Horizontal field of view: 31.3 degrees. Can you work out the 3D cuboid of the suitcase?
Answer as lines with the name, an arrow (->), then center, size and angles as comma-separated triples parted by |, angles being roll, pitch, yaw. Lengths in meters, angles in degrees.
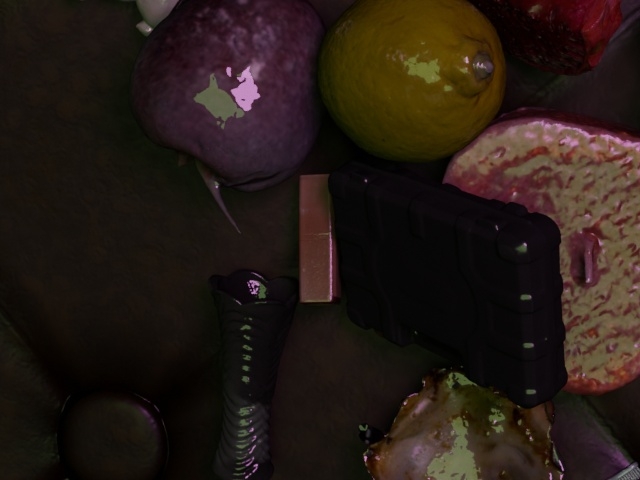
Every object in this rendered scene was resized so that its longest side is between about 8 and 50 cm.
suitcase -> 0.127, 0.037, 1.181 | 0.285, 0.066, 0.206 | 23, 131, 46

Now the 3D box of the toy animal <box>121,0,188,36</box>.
toy animal -> -0.208, -0.289, 1.290 | 0.124, 0.071, 0.085 | 35, 122, -4

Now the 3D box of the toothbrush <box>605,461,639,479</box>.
toothbrush -> 0.281, 0.322, 1.329 | 0.219, 0.016, 0.019 | -37, 78, 16

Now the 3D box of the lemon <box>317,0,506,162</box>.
lemon -> 0.093, -0.166, 1.143 | 0.184, 0.248, 0.184 | -2, 96, -17

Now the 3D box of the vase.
vase -> -0.084, 0.163, 1.337 | 0.115, 0.115, 0.237 | 9, 106, 10

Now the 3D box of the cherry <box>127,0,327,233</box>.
cherry -> -0.095, -0.161, 1.232 | 0.213, 0.183, 0.266 | 30, 84, -13

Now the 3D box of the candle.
candle -> 0.292, -0.004, 1.209 | 0.287, 0.131, 0.317 | -27, 95, 13

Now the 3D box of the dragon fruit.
dragon fruit -> 0.239, -0.285, 1.161 | 0.211, 0.134, 0.262 | -53, 51, 2

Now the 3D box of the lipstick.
lipstick -> 0.000, 0.000, 1.292 | 0.045, 0.045, 0.145 | -1, 83, 14

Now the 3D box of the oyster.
oyster -> 0.195, 0.313, 1.298 | 0.221, 0.096, 0.361 | -20, 88, 13
